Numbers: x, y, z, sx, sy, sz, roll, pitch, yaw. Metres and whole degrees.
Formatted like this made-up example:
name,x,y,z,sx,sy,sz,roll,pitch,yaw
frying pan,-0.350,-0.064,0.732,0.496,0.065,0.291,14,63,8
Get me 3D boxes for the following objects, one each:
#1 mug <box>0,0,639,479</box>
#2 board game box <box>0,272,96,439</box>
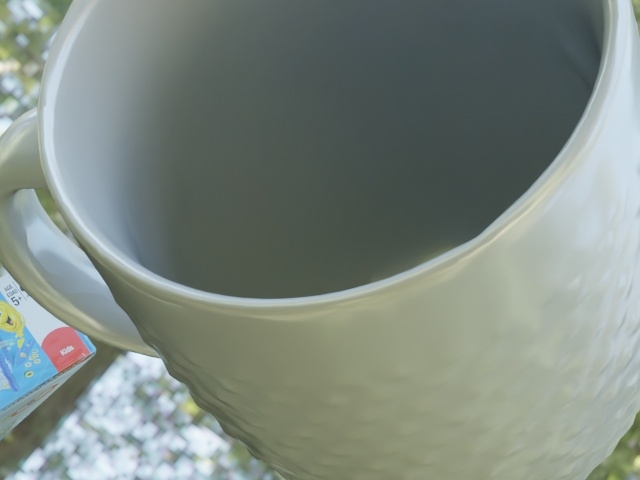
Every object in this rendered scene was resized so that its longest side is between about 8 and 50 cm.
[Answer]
name,x,y,z,sx,sy,sz,roll,pitch,yaw
mug,0.000,0.000,0.984,0.374,0.276,0.328,1,-32,20
board game box,-0.356,0.172,1.387,0.086,0.302,0.308,54,-42,3
